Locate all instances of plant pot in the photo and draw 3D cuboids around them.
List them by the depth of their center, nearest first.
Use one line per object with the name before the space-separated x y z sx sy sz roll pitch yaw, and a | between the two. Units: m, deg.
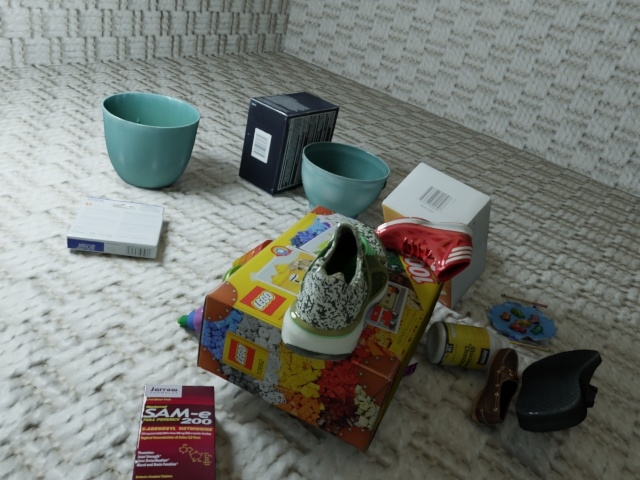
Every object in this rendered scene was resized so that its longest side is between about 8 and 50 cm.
plant pot | -0.543 -0.309 1.767 0.293 0.235 0.293 11 31 -6
plant pot | 0.065 -0.183 1.858 0.293 0.196 0.293 11 31 -7

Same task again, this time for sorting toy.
sorting toy | -0.226 0.115 1.358 0.126 0.127 0.365 -5 23 28

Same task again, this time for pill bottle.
pill bottle | 0.356 0.256 1.336 0.184 0.103 0.103 9 30 -9

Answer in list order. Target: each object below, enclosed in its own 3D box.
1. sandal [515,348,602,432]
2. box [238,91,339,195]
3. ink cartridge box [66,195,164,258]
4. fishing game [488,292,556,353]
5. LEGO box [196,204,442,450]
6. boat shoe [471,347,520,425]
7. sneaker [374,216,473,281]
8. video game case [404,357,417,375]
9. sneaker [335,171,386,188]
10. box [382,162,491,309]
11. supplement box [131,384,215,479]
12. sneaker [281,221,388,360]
sandal | 0.532 0.345 1.236 0.168 0.106 0.446 -17 -1 33
box | -0.113 -0.351 1.968 0.183 0.296 0.294 31 33 28
ink cartridge box | -0.544 -0.037 1.496 0.224 0.045 0.224 8 30 -13
fishing game | 0.562 0.216 1.543 0.189 0.041 0.264 14 26 17
LEGO box | 0.035 0.147 1.206 0.373 0.193 0.500 22 30 15
boat shoe | 0.405 0.321 1.225 0.073 0.073 0.207 47 52 -15
sneaker | 0.225 0.021 1.224 0.221 0.087 0.128 -2 49 14
video game case | 0.071 0.257 1.273 0.232 0.041 0.210 -10 37 -36
sneaker | 0.103 -0.212 2.048 0.272 0.100 0.108 -1 9 -20
box | 0.313 -0.004 1.488 0.215 0.345 0.168 34 69 30
supplement box | -0.245 0.356 0.937 0.130 0.073 0.239 5 30 -15
sneaker | 0.058 0.040 1.017 0.158 0.182 0.410 17 30 6
